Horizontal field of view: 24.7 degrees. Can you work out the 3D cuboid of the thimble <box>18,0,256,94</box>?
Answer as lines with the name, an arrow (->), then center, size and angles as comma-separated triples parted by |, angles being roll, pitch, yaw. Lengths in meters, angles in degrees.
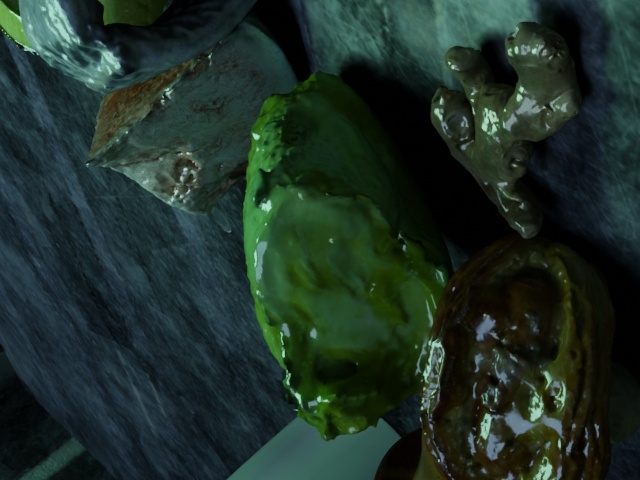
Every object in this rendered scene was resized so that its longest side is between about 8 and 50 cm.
thimble -> -0.175, -0.266, 1.412 | 0.217, 0.245, 0.157 | 31, 165, -16

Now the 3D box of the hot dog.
hot dog -> 0.182, 0.127, 1.326 | 0.175, 0.114, 0.259 | 6, 101, 25

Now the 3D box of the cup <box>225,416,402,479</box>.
cup -> -0.030, 0.408, 2.047 | 0.253, 0.371, 0.253 | 36, 147, 28

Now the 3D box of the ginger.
ginger -> 0.150, -0.112, 1.246 | 0.149, 0.065, 0.258 | 46, 160, 22

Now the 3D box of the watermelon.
watermelon -> -0.150, -0.158, 1.597 | 0.310, 0.231, 0.193 | 1, 163, 41

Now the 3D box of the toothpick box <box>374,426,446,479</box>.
toothpick box -> 0.168, 0.266, 1.650 | 0.192, 0.192, 0.294 | 46, 153, 16

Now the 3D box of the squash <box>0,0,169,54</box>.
squash -> -0.265, -0.300, 1.575 | 0.220, 0.220, 0.133 | 42, 161, 25

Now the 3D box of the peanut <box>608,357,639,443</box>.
peanut -> 0.221, 0.118, 1.424 | 0.214, 0.098, 0.090 | 39, 171, 17

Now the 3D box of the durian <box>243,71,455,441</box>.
durian -> 0.022, -0.007, 1.437 | 0.339, 0.204, 0.256 | -92, -13, -50
